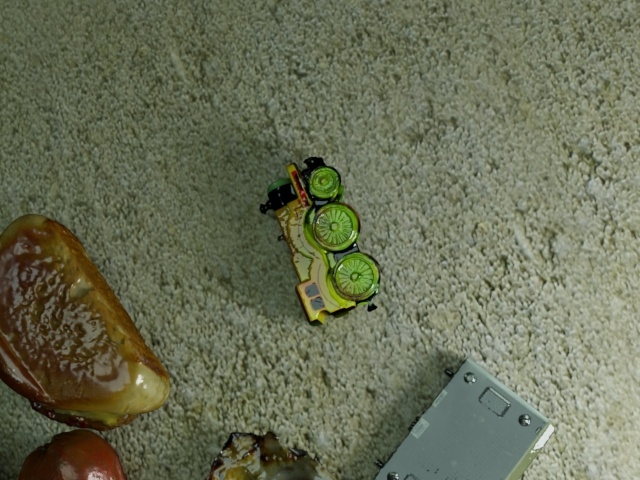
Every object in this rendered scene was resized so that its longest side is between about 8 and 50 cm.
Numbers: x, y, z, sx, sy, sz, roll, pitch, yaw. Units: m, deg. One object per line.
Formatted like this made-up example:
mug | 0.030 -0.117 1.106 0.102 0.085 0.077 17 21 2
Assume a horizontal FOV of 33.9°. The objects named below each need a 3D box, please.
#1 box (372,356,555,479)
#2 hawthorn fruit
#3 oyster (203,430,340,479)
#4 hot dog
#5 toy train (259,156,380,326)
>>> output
box | 0.235 0.353 1.759 0.211 0.045 0.270 39 84 11
hawthorn fruit | -0.409 0.407 1.759 0.189 0.189 0.189 -1 78 6
oyster | -0.027 0.457 1.742 0.361 0.096 0.221 18 75 10
hot dog | -0.449 0.163 1.802 0.223 0.185 0.405 -36 77 -4
toy train | 0.000 0.000 1.833 0.160 0.100 0.296 -22 76 3
